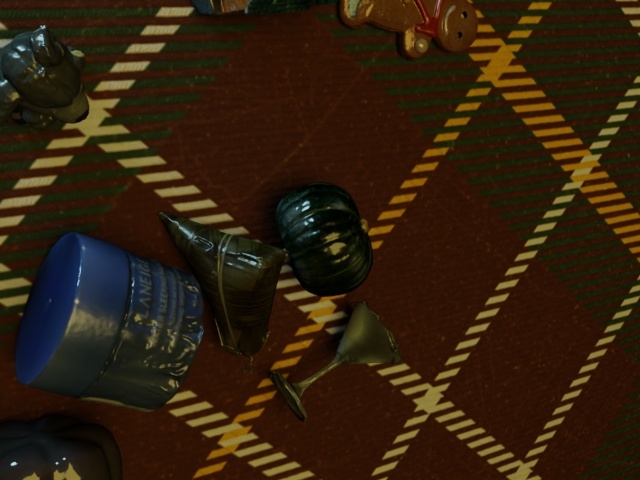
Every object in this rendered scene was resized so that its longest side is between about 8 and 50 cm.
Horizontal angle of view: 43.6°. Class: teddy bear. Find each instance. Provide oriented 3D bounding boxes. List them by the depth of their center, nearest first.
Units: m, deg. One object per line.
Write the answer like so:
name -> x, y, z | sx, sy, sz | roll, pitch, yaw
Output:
teddy bear -> -0.423, -0.221, 1.188 | 0.171, 0.251, 0.144 | -43, 115, 0

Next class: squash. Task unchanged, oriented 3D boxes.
squash -> 0.005, -0.002, 1.469 | 0.218, 0.172, 0.218 | -10, 90, -71

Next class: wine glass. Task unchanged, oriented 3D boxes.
wine glass -> 0.025, 0.241, 1.563 | 0.232, 0.156, 0.156 | -33, 113, -17

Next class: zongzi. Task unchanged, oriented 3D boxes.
zongzi -> -0.194, 0.086, 1.448 | 0.111, 0.241, 0.247 | -45, 152, -55

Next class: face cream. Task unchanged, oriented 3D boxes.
face cream -> -0.334, 0.135, 1.281 | 0.225, 0.249, 0.249 | 21, 88, -34

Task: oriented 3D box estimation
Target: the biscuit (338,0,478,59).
biscuit -> 0.193, -0.468, 1.586 | 0.324, 0.049, 0.205 | 20, 88, -32

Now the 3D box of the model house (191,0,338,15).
model house -> -0.049, -0.472, 1.313 | 0.271, 0.301, 0.190 | -14, 113, -27

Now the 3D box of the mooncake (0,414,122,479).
mooncake -> -0.440, 0.371, 1.275 | 0.245, 0.245, 0.133 | -4, 99, -29
